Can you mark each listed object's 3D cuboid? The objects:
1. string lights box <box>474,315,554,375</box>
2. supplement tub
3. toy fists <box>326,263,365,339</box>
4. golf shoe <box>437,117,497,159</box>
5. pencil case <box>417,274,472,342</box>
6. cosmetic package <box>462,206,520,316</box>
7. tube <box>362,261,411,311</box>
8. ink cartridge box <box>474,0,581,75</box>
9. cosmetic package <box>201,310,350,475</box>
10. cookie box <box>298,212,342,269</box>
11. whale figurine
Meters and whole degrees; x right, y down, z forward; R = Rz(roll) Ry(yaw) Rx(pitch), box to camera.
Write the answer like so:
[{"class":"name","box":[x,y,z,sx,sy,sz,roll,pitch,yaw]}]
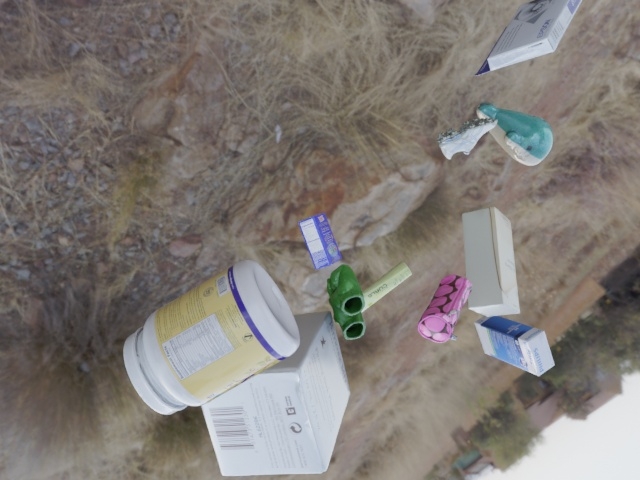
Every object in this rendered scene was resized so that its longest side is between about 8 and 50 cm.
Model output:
[{"class":"string lights box","box":[0.647,0.345,1.788,0.076,0.134,0.259,-27,-165,-18]},{"class":"supplement tub","box":[-0.239,0.218,1.187,0.331,0.241,0.241,-31,159,5]},{"class":"toy fists","box":[0.077,0.188,1.655,0.096,0.142,0.279,-14,140,-4]},{"class":"golf shoe","box":[0.427,-0.295,1.528,0.176,0.069,0.086,-21,114,6]},{"class":"pencil case","box":[0.320,0.164,1.331,0.209,0.095,0.098,-49,166,-50]},{"class":"cosmetic package","box":[0.532,0.070,1.659,0.113,0.310,0.160,-14,157,35]},{"class":"tube","box":[0.220,0.172,1.914,0.240,0.070,0.062,-36,-177,-4]},{"class":"ink cartridge box","box":[0.507,-0.520,1.318,0.223,0.045,0.223,-3,-133,54]},{"class":"cosmetic package","box":[-0.126,0.454,1.631,0.327,0.330,0.394,-10,-166,16]},{"class":"cookie box","box":[0.000,0.000,1.123,0.040,0.107,0.092,-20,-179,18]},{"class":"whale figurine","box":[0.633,-0.368,1.714,0.141,0.272,0.216,-49,178,31]}]
